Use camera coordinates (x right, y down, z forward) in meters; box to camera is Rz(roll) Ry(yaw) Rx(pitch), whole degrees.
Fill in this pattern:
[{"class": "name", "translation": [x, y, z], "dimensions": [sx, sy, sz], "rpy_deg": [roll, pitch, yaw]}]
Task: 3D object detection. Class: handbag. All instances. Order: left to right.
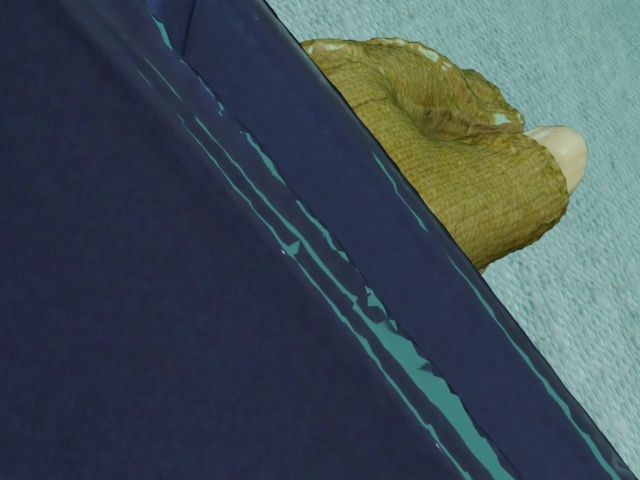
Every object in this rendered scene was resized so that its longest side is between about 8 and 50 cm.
[{"class": "handbag", "translation": [-0.089, 0.106, 0.435], "dimensions": [0.269, 0.326, 0.118], "rpy_deg": [53, 23, 19]}]

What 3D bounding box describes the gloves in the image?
[{"class": "gloves", "translation": [-0.010, -0.013, 0.877], "dimensions": [0.356, 0.203, 0.155], "rpy_deg": [-12, 80, -53]}]
